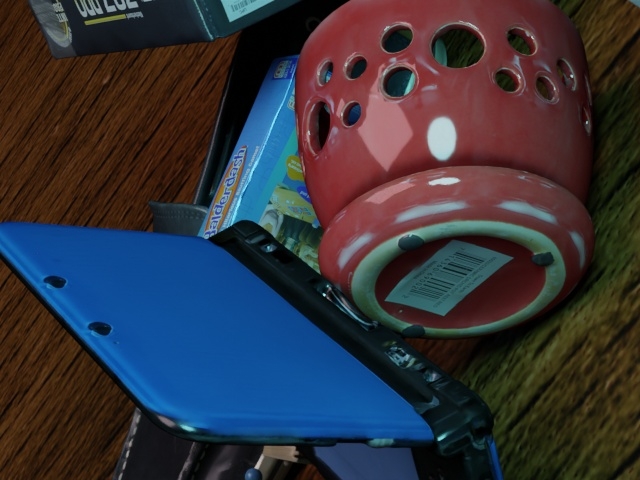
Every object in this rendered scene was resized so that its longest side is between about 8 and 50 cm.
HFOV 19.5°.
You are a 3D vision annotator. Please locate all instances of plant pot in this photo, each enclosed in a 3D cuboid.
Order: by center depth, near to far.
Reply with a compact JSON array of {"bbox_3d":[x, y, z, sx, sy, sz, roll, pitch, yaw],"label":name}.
[{"bbox_3d":[0.082,-0.043,1.165,0.191,0.191,0.174,-38,44,40],"label":"plant pot"}]

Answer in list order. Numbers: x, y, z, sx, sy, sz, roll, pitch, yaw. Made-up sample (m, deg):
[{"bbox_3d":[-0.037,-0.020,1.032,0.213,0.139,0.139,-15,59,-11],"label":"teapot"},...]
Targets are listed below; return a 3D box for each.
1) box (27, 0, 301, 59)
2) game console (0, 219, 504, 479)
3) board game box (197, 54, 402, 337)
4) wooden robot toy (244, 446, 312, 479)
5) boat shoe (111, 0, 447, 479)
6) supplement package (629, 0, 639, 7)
[{"bbox_3d":[0.004,-0.256,1.359,0.395,0.097,0.318,-30,18,-23],"label":"box"},{"bbox_3d":[-0.038,0.108,1.073,0.173,0.250,0.293,-26,32,-18],"label":"game console"},{"bbox_3d":[0.000,0.000,1.296,0.047,0.160,0.210,3,68,62],"label":"board game box"},{"bbox_3d":[-0.014,0.209,1.260,0.079,0.076,0.173,6,66,25],"label":"wooden robot toy"},{"bbox_3d":[-0.069,0.029,1.402,0.187,0.156,0.500,12,78,62],"label":"boat shoe"},{"bbox_3d":[0.289,-0.228,0.934,0.262,0.199,0.198,-32,39,47],"label":"supplement package"}]
